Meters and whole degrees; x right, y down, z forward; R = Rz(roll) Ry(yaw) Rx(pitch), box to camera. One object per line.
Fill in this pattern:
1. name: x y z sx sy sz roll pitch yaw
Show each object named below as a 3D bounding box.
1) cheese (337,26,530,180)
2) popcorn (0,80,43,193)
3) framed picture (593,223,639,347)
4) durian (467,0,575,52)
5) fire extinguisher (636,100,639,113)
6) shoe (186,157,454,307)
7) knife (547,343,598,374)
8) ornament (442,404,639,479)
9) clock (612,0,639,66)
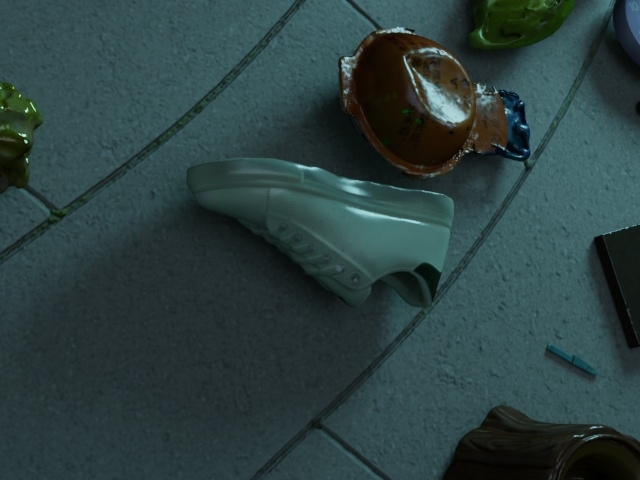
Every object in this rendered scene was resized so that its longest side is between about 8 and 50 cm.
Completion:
1. cheese: 0.157 -0.176 1.548 0.329 0.129 0.217 7 71 -36
2. popcorn: -0.373 -0.110 1.283 0.126 0.126 0.145 44 44 2
3. framed picture: 0.477 0.060 1.698 0.128 0.023 0.168 -14 84 -28
4. durian: 0.301 -0.362 1.679 0.139 0.101 0.250 14 68 15
5. fire extinguisher: 0.522 -0.198 1.784 0.083 0.022 0.028 3 115 -25
6. shoe: 0.000 0.000 1.434 0.363 0.132 0.160 9 79 -27
7. knife: 0.352 0.166 1.623 0.091 0.005 0.014 31 68 -16
8. ornament: 0.283 0.317 1.433 0.221 0.217 0.235 -9 83 -26
9. clock: 0.535 -0.311 1.792 0.198 0.064 0.172 -15 84 -27
